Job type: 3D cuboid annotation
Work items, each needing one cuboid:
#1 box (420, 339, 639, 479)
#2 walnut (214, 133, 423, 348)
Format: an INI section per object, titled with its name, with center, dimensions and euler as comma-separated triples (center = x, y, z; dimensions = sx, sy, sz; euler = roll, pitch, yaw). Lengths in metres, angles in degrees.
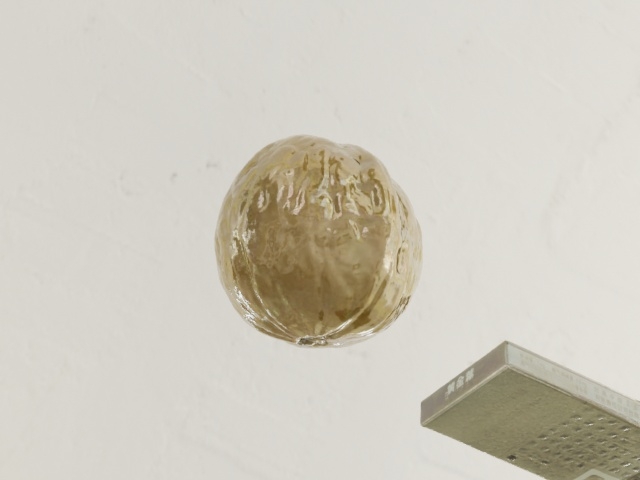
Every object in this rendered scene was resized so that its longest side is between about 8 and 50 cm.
[box]
center = 0.310, 0.242, 1.561
dimensions = 0.325, 0.047, 0.180
euler = 25, -44, -21
[walnut]
center = 0.000, 0.000, 1.250
dimensions = 0.228, 0.228, 0.228
euler = -4, -55, -5
